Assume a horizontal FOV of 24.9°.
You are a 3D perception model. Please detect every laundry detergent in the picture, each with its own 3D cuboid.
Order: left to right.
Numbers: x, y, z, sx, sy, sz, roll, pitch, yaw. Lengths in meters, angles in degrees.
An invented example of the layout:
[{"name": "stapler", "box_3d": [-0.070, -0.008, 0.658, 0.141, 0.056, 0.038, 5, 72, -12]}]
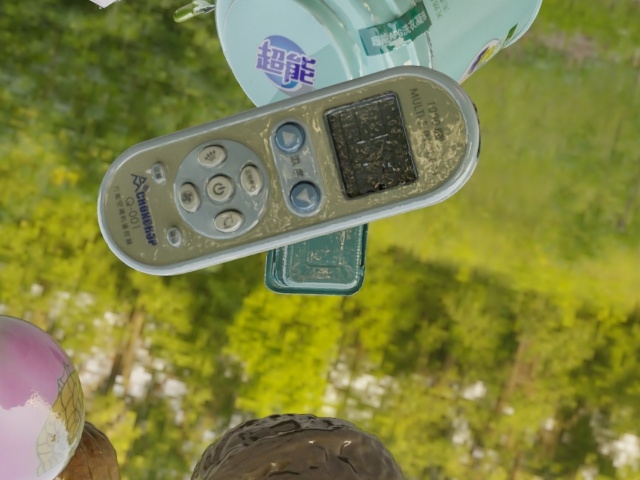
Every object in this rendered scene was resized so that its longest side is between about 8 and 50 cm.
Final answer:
[{"name": "laundry detergent", "box_3d": [0.054, -0.269, 1.632, 0.287, 0.305, 0.287, 28, 140, 26]}]

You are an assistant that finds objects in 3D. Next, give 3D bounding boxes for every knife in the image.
[{"name": "knife", "box_3d": [-0.163, -0.297, 1.856, 0.026, 0.022, 0.184, 28, 173, -18]}]

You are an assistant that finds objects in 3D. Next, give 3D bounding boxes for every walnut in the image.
[{"name": "walnut", "box_3d": [-0.018, 0.232, 1.259, 0.230, 0.178, 0.178, 18, 176, -43]}]

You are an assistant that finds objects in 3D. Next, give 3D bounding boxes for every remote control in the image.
[{"name": "remote control", "box_3d": [-0.020, -0.041, 0.886, 0.244, 0.087, 0.047, -15, 173, 13]}]

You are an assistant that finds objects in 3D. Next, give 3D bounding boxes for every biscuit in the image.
[{"name": "biscuit", "box_3d": [-0.414, 0.268, 1.984, 0.326, 0.107, 0.326, 23, 174, 3]}]

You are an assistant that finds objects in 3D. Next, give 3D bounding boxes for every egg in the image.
[{"name": "egg", "box_3d": [-0.374, 0.191, 1.684, 0.196, 0.196, 0.271, 14, 158, 14]}]

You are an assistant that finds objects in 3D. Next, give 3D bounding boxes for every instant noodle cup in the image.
[{"name": "instant noodle cup", "box_3d": [0.000, 0.000, 2.200, 0.157, 0.179, 0.070, 3, -171, -11]}]

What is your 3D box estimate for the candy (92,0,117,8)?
[{"name": "candy", "box_3d": [-0.230, -0.343, 1.667, 0.160, 0.073, 0.092, -26, 141, 35]}]
